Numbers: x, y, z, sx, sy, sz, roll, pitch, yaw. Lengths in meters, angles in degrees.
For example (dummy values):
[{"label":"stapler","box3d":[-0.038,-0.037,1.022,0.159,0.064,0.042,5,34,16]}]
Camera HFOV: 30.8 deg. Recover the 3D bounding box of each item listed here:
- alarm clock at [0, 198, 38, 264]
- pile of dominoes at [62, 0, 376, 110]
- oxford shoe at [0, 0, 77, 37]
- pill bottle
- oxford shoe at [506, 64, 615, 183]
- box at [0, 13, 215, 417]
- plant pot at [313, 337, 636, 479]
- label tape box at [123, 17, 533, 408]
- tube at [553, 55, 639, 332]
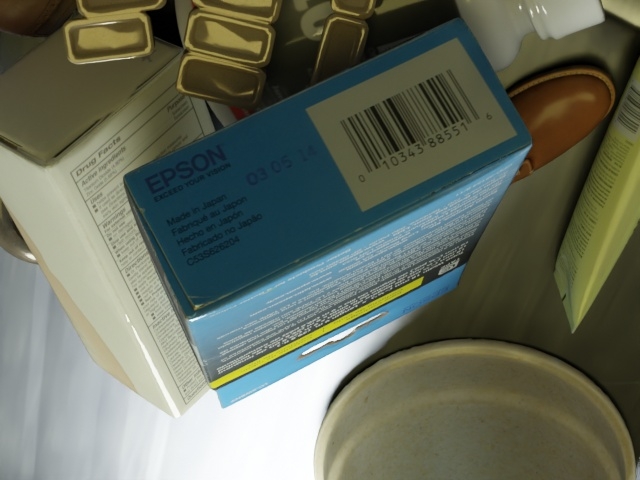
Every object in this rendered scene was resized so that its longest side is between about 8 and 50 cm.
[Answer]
[{"label":"alarm clock","box3d":[-0.218,-0.040,1.020,0.192,0.064,0.129,13,103,-41]},{"label":"pile of dominoes","box3d":[-0.051,-0.215,0.754,0.196,0.040,0.251,12,107,-7]},{"label":"oxford shoe","box3d":[-0.142,-0.295,0.847,0.363,0.130,0.133,-40,145,21]},{"label":"pill bottle","box3d":[0.051,-0.183,0.854,0.283,0.161,0.161,-16,121,17]},{"label":"oxford shoe","box3d":[0.155,-0.070,0.975,0.212,0.076,0.076,-32,114,23]},{"label":"box","box3d":[-0.152,-0.013,0.947,0.121,0.148,0.311,27,148,34]},{"label":"plant pot","box3d":[0.144,0.312,1.081,0.334,0.305,0.334,3,118,5]},{"label":"label tape box","box3d":[0.000,0.000,0.851,0.240,0.106,0.334,-26,166,-10]},{"label":"tube","box3d":[0.251,-0.041,0.983,0.062,0.070,0.240,36,124,26]}]
